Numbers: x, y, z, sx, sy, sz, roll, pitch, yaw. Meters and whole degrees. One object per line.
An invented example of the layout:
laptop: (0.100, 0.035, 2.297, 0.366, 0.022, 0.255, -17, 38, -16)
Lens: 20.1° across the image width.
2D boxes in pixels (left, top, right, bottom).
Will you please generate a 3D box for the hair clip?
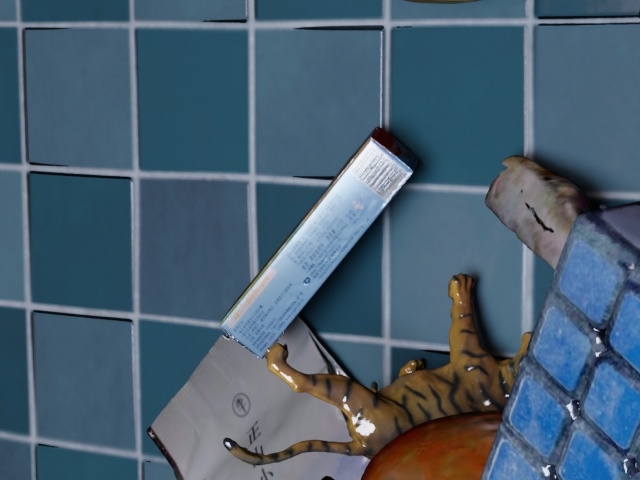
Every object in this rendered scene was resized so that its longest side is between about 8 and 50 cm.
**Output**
hair clip: (0.182, 0.019, 1.193, 0.069, 0.300, 0.173, 26, 106, -19)

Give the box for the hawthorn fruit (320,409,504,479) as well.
hawthorn fruit: (0.146, 0.251, 1.206, 0.316, 0.316, 0.316, 5, 99, 32)

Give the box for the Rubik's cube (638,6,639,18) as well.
Rubik's cube: (0.369, -0.163, 1.034, 0.246, 0.248, 0.250, 34, 112, 23)

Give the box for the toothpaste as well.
toothpaste: (0.000, 0.000, 1.395, 0.044, 0.070, 0.193, 39, 106, -2)

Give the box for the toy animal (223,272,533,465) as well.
toy animal: (0.048, 0.126, 1.314, 0.116, 0.255, 0.114, 52, 152, 36)

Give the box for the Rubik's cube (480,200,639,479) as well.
Rubik's cube: (0.252, 0.123, 0.956, 0.237, 0.238, 0.237, 46, 135, 37)

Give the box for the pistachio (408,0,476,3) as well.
pistachio: (0.070, -0.230, 1.308, 0.185, 0.108, 0.126, 32, 70, 19)

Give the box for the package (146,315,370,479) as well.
package: (-0.030, 0.190, 1.454, 0.204, 0.062, 0.251, -49, 57, 28)
